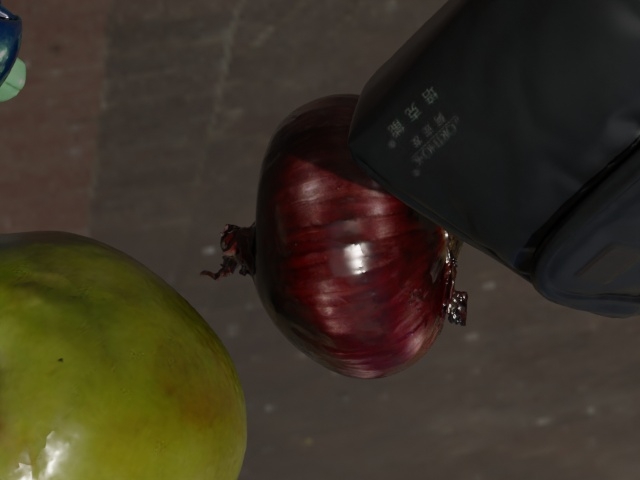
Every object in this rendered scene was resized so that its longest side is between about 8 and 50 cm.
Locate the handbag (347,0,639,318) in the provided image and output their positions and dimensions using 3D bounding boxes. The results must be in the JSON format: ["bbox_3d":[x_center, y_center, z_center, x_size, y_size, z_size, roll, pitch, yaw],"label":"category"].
[{"bbox_3d":[0.203,-0.078,1.152,0.302,0.275,0.178,-43,-169,30],"label":"handbag"}]

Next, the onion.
[{"bbox_3d":[0.000,0.000,1.756,0.285,0.273,0.273,-7,163,13],"label":"onion"}]

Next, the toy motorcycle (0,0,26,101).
[{"bbox_3d":[-0.316,-0.179,1.211,0.331,0.196,0.125,35,93,-34],"label":"toy motorcycle"}]

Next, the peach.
[{"bbox_3d":[-0.206,0.139,1.420,0.282,0.314,0.315,-14,143,25],"label":"peach"}]
